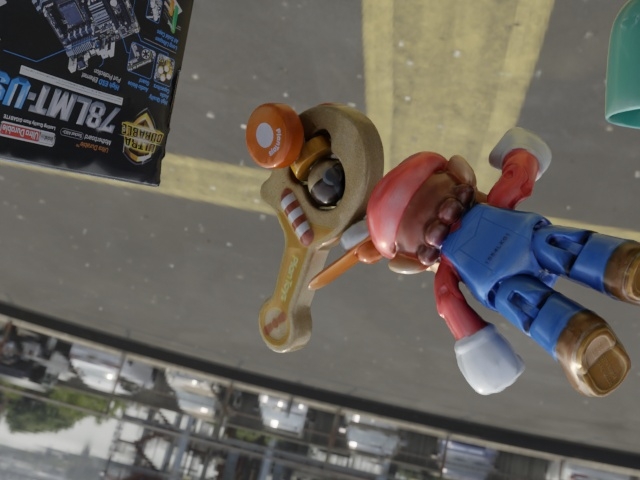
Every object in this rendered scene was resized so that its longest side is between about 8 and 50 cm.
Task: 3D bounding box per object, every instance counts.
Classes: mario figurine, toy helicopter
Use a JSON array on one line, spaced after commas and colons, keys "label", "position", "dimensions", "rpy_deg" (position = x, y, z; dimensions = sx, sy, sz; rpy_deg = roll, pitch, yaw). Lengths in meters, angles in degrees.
[{"label": "mario figurine", "position": [0.177, 0.014, 0.779], "dimensions": [0.320, 0.198, 0.170], "rpy_deg": [37, 148, 51]}, {"label": "toy helicopter", "position": [0.000, 0.000, 1.103], "dimensions": [0.235, 0.355, 0.140], "rpy_deg": [33, -152, 35]}]

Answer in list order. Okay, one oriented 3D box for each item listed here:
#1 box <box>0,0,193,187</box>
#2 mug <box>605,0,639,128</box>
[{"label": "box", "position": [-0.199, -0.200, 0.619], "dimensions": [0.073, 0.293, 0.295], "rpy_deg": [12, -177, 24]}, {"label": "mug", "position": [0.271, -0.134, 0.609], "dimensions": [0.129, 0.097, 0.158], "rpy_deg": [3, -179, -3]}]
